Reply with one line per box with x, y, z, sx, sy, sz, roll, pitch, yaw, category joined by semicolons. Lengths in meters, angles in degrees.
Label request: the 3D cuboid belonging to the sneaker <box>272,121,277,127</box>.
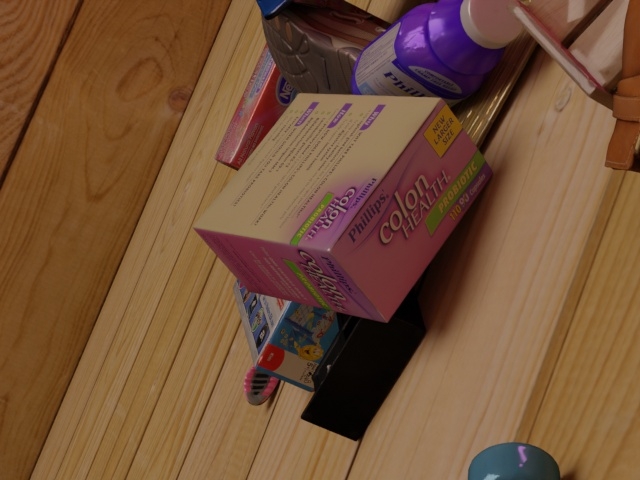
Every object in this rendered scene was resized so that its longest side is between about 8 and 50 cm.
-0.008;-0.154;2.006;0.170;0.051;0.089;-30;-41;-42;sneaker

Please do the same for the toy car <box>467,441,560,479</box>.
0.044;0.252;1.035;0.210;0.238;0.219;-53;20;39;toy car

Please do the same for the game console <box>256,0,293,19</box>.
0.051;-0.385;1.998;0.293;0.250;0.173;-110;36;-69;game console

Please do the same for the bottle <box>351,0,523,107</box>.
0.134;-0.210;1.586;0.283;0.118;0.092;-26;42;66;bottle

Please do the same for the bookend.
0.041;0.111;1.573;0.156;0.072;0.157;-60;16;21;bookend

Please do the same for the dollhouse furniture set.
0.331;-0.268;1.244;0.303;0.174;0.355;-47;50;19;dollhouse furniture set

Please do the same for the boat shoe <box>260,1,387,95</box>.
0.030;-0.262;1.954;0.324;0.116;0.123;39;145;46;boat shoe

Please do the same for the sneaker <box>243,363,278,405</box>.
-0.076;0.179;1.937;0.057;0.047;0.119;97;-173;-57;sneaker

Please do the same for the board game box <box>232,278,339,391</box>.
0.000;0.000;1.848;0.302;0.086;0.308;-62;16;12;board game box

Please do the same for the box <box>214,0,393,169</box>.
-0.028;-0.226;2.157;0.300;0.154;0.142;-65;15;0;box

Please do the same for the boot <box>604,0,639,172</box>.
0.309;-0.131;0.995;0.283;0.109;0.220;22;99;57;boot

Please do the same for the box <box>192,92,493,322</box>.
0.022;-0.043;1.524;0.243;0.117;0.213;8;55;51;box

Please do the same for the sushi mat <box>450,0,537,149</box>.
0.209;-0.209;1.591;0.316;0.019;0.151;-62;17;16;sushi mat
